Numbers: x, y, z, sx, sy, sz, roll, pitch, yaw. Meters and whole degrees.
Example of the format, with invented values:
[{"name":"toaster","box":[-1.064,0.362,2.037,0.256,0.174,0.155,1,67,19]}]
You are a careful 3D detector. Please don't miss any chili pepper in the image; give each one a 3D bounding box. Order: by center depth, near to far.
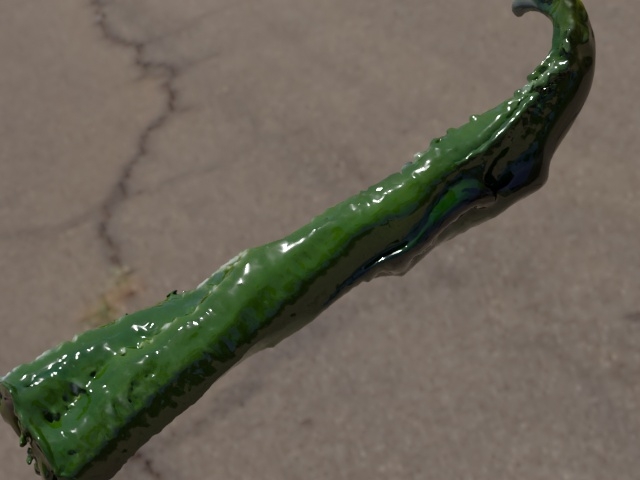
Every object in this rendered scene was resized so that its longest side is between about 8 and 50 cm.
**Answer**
[{"name":"chili pepper","box":[0.001,0.000,0.808,0.359,0.076,0.085,-36,49,-12]}]
